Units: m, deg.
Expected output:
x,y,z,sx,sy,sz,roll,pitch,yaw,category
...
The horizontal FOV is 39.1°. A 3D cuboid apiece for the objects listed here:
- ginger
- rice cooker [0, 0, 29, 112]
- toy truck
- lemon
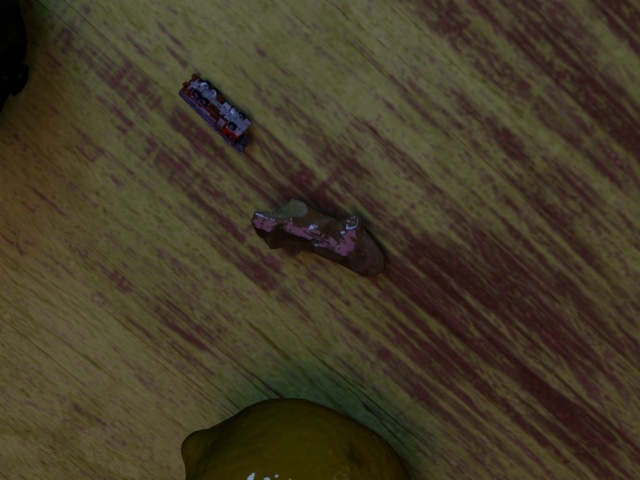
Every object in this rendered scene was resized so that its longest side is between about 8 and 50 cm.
x,y,z,sx,sy,sz,roll,pitch,yaw,category
0.001,-0.005,0.871,0.137,0.044,0.058,19,90,-2,ginger
-0.391,-0.166,0.781,0.224,0.267,0.267,28,119,-8,rice cooker
-0.097,-0.119,0.849,0.083,0.024,0.032,41,141,-5,toy truck
-0.026,0.274,0.905,0.253,0.228,0.228,30,120,-14,lemon
